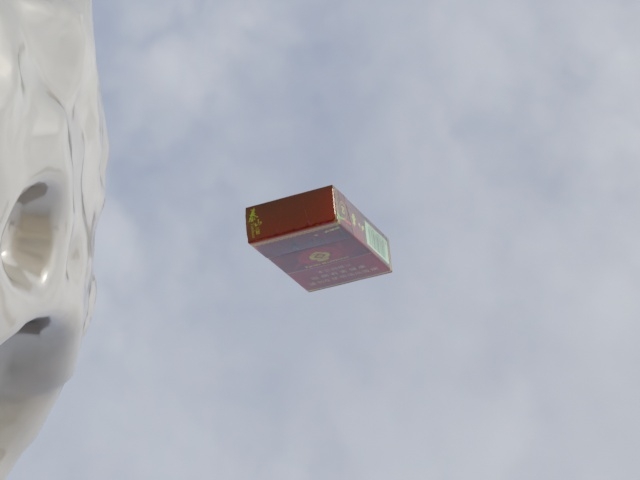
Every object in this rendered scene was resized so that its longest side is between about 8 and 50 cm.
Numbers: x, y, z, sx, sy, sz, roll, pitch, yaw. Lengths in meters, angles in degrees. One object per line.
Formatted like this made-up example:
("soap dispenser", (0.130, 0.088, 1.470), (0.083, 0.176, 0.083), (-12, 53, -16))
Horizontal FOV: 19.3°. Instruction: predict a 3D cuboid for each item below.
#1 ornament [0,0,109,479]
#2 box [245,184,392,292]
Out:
("ornament", (-0.219, -0.020, 0.546), (0.337, 0.337, 0.337), (-9, -104, 37))
("box", (0.000, 0.000, 1.001), (0.051, 0.082, 0.023), (-15, -115, 18))
